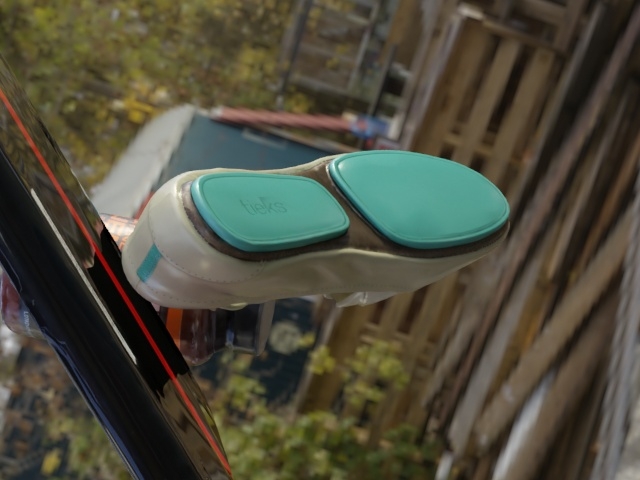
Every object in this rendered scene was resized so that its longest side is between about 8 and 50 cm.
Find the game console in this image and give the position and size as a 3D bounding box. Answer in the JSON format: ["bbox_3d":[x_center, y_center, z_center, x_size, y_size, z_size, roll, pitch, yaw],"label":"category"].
[{"bbox_3d":[-0.164,0.006,0.866,0.060,0.386,0.342,-30,14,-2],"label":"game console"}]

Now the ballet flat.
[{"bbox_3d":[0.000,0.000,0.768,0.248,0.086,0.086,-2,-62,-46],"label":"ballet flat"}]

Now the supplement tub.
[{"bbox_3d":[-0.135,0.036,1.110,0.106,0.198,0.106,10,-90,-85],"label":"supplement tub"}]
